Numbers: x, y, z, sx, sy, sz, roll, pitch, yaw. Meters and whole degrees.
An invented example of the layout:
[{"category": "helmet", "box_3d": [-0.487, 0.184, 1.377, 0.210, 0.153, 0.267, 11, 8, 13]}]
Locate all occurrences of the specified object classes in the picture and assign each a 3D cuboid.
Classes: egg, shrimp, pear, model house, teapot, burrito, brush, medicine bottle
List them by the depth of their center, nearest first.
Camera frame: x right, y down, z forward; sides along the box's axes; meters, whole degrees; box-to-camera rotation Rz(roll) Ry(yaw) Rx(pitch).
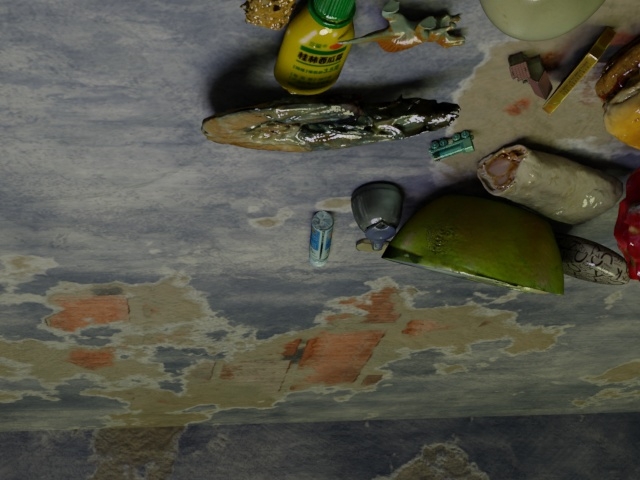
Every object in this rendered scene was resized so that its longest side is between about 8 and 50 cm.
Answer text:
[{"category": "egg", "box_3d": [0.304, -0.371, 1.180, 0.188, 0.188, 0.254, -3, 159, -4]}, {"category": "medicine bottle", "box_3d": [0.008, -0.335, 1.323, 0.111, 0.076, 0.309, -6, 153, -19]}, {"category": "shrimp", "box_3d": [0.015, -0.210, 1.483, 0.445, 0.085, 0.272, -3, 176, 5]}, {"category": "model house", "box_3d": [0.363, -0.282, 1.505, 0.057, 0.058, 0.083, -16, 151, 20]}, {"category": "burrito", "box_3d": [0.475, -0.113, 1.809, 0.299, 0.105, 0.143, 14, 143, -30]}, {"category": "teapot", "box_3d": [0.113, -0.045, 1.866, 0.111, 0.108, 0.149, 12, 148, -28]}, {"category": "pear", "box_3d": [0.343, 0.002, 1.872, 0.399, 0.165, 0.399, 13, 178, 0]}, {"category": "medicine bottle", "box_3d": [0.000, 0.000, 1.998, 0.051, 0.051, 0.191, -2, 153, -6]}, {"category": "brush", "box_3d": [0.239, 0.028, 2.130, 0.336, 0.020, 0.085, 9, 150, -23]}]

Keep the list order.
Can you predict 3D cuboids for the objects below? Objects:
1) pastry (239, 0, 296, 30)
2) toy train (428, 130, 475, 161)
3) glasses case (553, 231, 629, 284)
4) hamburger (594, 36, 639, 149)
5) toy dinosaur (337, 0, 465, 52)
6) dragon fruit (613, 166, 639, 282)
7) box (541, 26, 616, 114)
[{"category": "pastry", "box_3d": [-0.070, -0.365, 1.275, 0.080, 0.056, 0.140, 10, 156, -14]}, {"category": "toy train", "box_3d": [0.256, -0.181, 1.699, 0.092, 0.045, 0.029, -18, 148, 19]}, {"category": "glasses case", "box_3d": [0.573, 0.037, 1.970, 0.137, 0.085, 0.354, 23, 180, -11]}, {"category": "hamburger", "box_3d": [0.598, -0.252, 1.492, 0.244, 0.163, 0.244, -7, 151, -4]}, {"category": "toy dinosaur", "box_3d": [0.129, -0.326, 1.373, 0.212, 0.057, 0.142, -8, 171, 1]}, {"category": "dragon fruit", "box_3d": [0.735, -0.046, 1.694, 0.249, 0.371, 0.386, 9, 162, -34]}, {"category": "box", "box_3d": [0.439, -0.287, 1.489, 0.022, 0.089, 0.156, 39, 146, 5]}]
